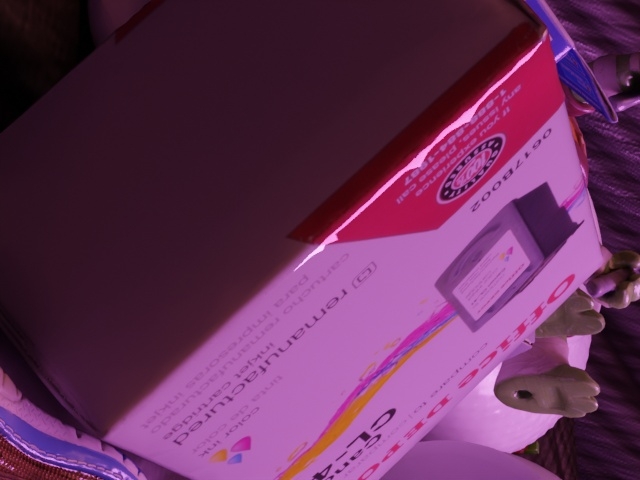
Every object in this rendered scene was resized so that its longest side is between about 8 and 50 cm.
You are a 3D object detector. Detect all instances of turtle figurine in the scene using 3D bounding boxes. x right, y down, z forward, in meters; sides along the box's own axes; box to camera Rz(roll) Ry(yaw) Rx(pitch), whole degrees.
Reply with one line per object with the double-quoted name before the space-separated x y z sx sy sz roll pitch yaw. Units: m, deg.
"turtle figurine" 0.207 -0.020 1.064 0.198 0.275 0.266 -49 -161 50

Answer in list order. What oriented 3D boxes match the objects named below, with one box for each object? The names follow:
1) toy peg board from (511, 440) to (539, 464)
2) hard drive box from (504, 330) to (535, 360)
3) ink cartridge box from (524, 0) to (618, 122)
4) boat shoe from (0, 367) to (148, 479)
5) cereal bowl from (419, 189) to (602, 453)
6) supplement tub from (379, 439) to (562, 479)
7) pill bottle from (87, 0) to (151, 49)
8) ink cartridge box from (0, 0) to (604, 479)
"toy peg board" 0.223 0.264 1.908 0.160 0.079 0.161 51 38 -68
"hard drive box" 0.047 -0.016 0.997 0.089 0.181 0.232 28 50 -30
"ink cartridge box" 0.026 -0.184 0.823 0.311 0.065 0.186 47 4 -26
"boat shoe" -0.122 0.097 0.576 0.183 0.066 0.066 50 44 -53
"cereal bowl" 0.133 0.011 1.257 0.339 0.141 0.339 26 58 -52
"supplement tub" 0.112 0.285 1.122 0.325 0.235 0.235 60 30 -62
"pill bottle" -0.025 -0.097 0.847 0.229 0.131 0.131 43 46 -71
"ink cartridge box" 0.000 0.000 0.704 0.131 0.226 0.306 46 -1 23
